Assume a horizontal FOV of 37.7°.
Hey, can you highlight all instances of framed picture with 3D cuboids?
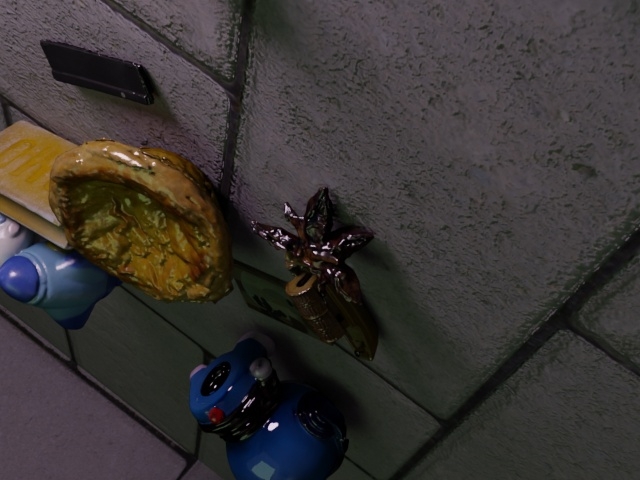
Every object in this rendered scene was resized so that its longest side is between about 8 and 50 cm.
[{"bbox_3d":[-0.072,0.106,1.630,0.200,0.010,0.136,21,149,33],"label":"framed picture"}]

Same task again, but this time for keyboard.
[{"bbox_3d":[-0.334,-0.255,1.402,0.231,0.023,0.072,19,140,35],"label":"keyboard"}]

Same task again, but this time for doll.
[{"bbox_3d":[-0.506,0.017,1.736,0.365,0.376,0.187,28,144,-1],"label":"doll"},{"bbox_3d":[-0.096,0.357,1.797,0.284,0.240,0.310,-29,118,32],"label":"doll"}]

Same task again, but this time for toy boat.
[{"bbox_3d":[0.016,0.103,1.423,0.068,0.088,0.226,5,136,49],"label":"toy boat"}]

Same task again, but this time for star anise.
[{"bbox_3d":[0.003,-0.001,1.300,0.212,0.053,0.157,48,127,17],"label":"star anise"}]

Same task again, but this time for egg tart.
[{"bbox_3d":[-0.268,-0.040,1.484,0.341,0.129,0.341,15,135,15],"label":"egg tart"}]

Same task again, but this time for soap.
[{"bbox_3d":[-0.489,-0.106,1.671,0.274,0.173,0.089,25,142,27],"label":"soap"}]
